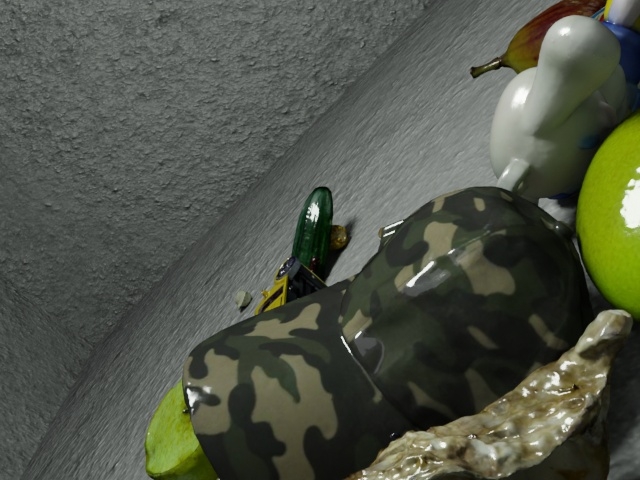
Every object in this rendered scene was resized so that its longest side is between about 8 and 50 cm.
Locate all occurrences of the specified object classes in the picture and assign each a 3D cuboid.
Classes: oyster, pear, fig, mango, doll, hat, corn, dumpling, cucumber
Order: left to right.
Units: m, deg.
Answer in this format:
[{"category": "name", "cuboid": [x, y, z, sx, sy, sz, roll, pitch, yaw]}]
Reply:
[{"category": "pear", "cuboid": [-0.208, 0.362, 1.082, 0.255, 0.164, 0.238, -47, 27, 21]}, {"category": "dumpling", "cuboid": [-0.224, 0.172, 1.721, 0.077, 0.043, 0.059, -6, 66, 60]}, {"category": "cucumber", "cuboid": [-0.027, -0.013, 1.432, 0.115, 0.063, 0.243, -3, 76, 58]}, {"category": "corn", "cuboid": [0.000, 0.000, 1.506, 0.068, 0.068, 0.207, -56, 18, -24]}, {"category": "hat", "cuboid": [0.065, 0.086, 0.608, 0.366, 0.382, 0.257, 53, 137, 43]}, {"category": "oyster", "cuboid": [0.112, 0.227, 0.502, 0.396, 0.204, 0.111, -29, 23, 0]}, {"category": "fig", "cuboid": [0.410, -0.351, 1.125, 0.274, 0.145, 0.170, -8, 40, 42]}, {"category": "doll", "cuboid": [0.340, -0.163, 0.790, 0.365, 0.187, 0.376, -44, -7, -30]}, {"category": "mango", "cuboid": [0.355, -0.045, 0.613, 0.273, 0.149, 0.185, -55, 25, -10]}]

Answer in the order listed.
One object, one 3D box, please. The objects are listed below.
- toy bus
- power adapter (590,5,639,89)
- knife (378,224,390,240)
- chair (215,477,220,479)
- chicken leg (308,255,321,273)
[{"category": "toy bus", "cuboid": [-0.051, 0.171, 1.125, 0.151, 0.145, 0.331, -44, 18, 19]}, {"category": "power adapter", "cuboid": [0.433, -0.270, 0.953, 0.205, 0.125, 0.130, -35, 22, 33]}, {"category": "knife", "cuboid": [0.164, -0.010, 1.209, 0.046, 0.022, 0.256, -58, 13, -4]}, {"category": "chair", "cuboid": [-0.051, 0.287, 0.719, 0.272, 0.188, 0.166, -36, 11, -22]}, {"category": "chicken leg", "cuboid": [-0.054, 0.131, 1.345, 0.205, 0.053, 0.093, -48, 31, 1]}]
